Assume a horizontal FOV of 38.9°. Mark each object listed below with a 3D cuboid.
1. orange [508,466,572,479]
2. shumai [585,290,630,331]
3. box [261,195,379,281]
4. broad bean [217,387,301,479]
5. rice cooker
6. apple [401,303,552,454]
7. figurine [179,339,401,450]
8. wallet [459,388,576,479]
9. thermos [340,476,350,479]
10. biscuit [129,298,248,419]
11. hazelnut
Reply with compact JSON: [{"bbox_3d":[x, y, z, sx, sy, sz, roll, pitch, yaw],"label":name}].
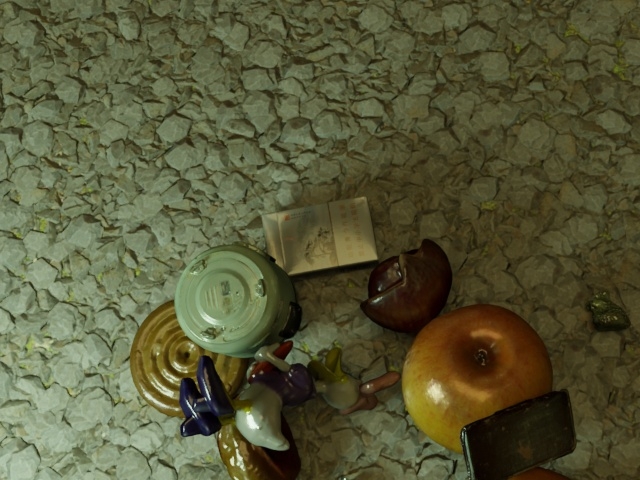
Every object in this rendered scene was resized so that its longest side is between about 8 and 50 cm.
[{"bbox_3d":[0.357,0.550,1.611,0.312,0.312,0.312,-1,73,5],"label":"orange"},{"bbox_3d":[0.584,0.140,1.839,0.083,0.082,0.080,6,71,-15],"label":"shumai"},{"bbox_3d":[-0.001,0.000,1.937,0.233,0.067,0.149,-10,71,2],"label":"box"},{"bbox_3d":[-0.123,0.407,1.795,0.122,0.156,0.228,-28,75,40],"label":"broad bean"},{"bbox_3d":[-0.157,0.122,1.797,0.226,0.244,0.226,-3,76,12],"label":"rice cooker"},{"bbox_3d":[0.299,0.261,1.725,0.299,0.275,0.299,-3,67,7],"label":"apple"},{"bbox_3d":[-0.059,0.291,1.715,0.421,0.154,0.193,-12,62,-32],"label":"figurine"},{"bbox_3d":[0.345,0.342,1.572,0.232,0.031,0.121,-13,94,-26],"label":"wallet"},{"bbox_3d":[0.023,0.554,1.759,0.083,0.073,0.187,21,76,12],"label":"thermos"},{"bbox_3d":[-0.277,0.242,1.903,0.262,0.037,0.262,-1,72,4],"label":"biscuit"},{"bbox_3d":[0.180,0.089,1.843,0.160,0.170,0.201,32,67,-11],"label":"hazelnut"}]
